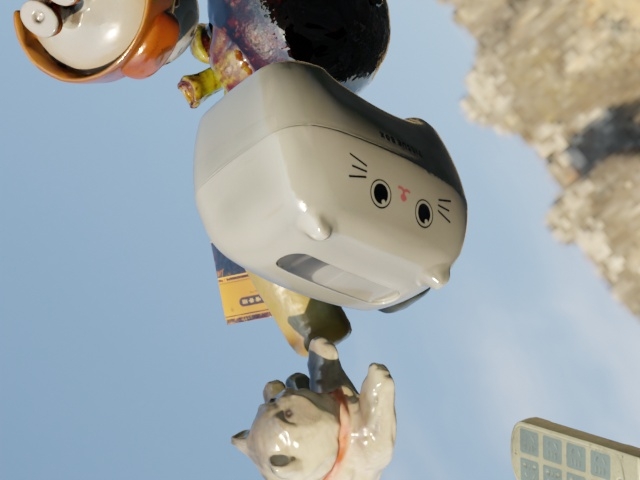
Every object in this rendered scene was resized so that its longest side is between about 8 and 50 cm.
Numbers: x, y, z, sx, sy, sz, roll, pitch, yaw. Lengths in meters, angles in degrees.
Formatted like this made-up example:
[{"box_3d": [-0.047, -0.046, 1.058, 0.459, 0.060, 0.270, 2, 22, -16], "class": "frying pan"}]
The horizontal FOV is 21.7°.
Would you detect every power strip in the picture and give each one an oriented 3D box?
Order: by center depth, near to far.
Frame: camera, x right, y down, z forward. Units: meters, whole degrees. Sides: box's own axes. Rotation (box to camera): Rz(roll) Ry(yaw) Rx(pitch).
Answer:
[{"box_3d": [0.292, 0.252, 1.834, 0.029, 0.227, 0.080, -10, -77, -38], "class": "power strip"}]

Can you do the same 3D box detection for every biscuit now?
[{"box_3d": [0.000, 0.000, 2.393, 0.290, 0.237, 0.062, 62, -171, 0], "class": "biscuit"}]

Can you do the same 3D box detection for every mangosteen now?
[{"box_3d": [-0.043, -0.319, 2.495, 0.297, 0.313, 0.297, 16, -128, -22], "class": "mangosteen"}]

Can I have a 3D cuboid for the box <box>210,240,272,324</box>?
[{"box_3d": [-0.104, 0.013, 2.815, 0.070, 0.152, 0.237, -6, -95, -61], "class": "box"}]

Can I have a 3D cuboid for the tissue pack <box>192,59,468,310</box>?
[{"box_3d": [0.016, -0.046, 2.023, 0.333, 0.229, 0.236, 23, -134, -40], "class": "tissue pack"}]

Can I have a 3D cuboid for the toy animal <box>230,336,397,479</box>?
[{"box_3d": [-0.039, 0.264, 2.229, 0.308, 0.188, 0.266, 26, 143, 46], "class": "toy animal"}]

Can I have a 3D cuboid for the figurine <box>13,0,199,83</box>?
[{"box_3d": [-0.180, -0.206, 1.464, 0.143, 0.143, 0.271, 48, -164, -6], "class": "figurine"}]
